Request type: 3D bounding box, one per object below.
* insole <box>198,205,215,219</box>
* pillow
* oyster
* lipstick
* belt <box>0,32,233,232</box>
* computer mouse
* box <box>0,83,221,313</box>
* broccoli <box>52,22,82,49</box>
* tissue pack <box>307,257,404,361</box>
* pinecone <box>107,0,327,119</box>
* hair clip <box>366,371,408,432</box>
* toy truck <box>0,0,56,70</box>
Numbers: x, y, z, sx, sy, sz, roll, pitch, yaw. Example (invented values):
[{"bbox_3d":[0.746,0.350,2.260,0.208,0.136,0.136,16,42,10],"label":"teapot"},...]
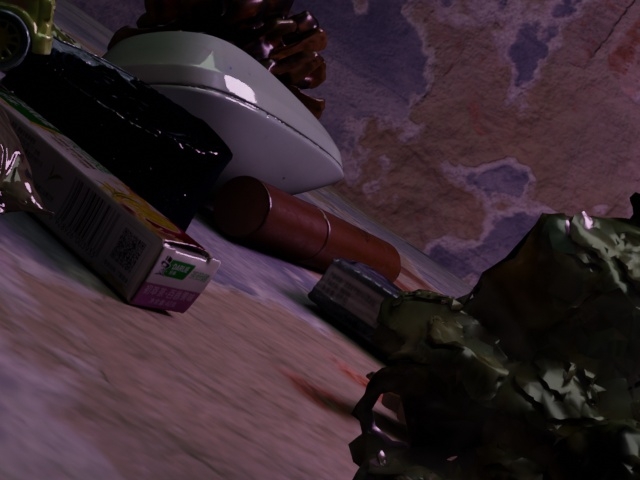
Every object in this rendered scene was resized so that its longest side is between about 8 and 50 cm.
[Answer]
[{"bbox_3d":[-0.117,-0.035,1.047,0.045,0.002,0.135,39,7,41],"label":"insole"},{"bbox_3d":[-0.171,-0.048,0.559,0.093,0.051,0.241,32,3,-28],"label":"pillow"},{"bbox_3d":[0.117,0.107,0.323,0.092,0.198,0.259,54,21,-79],"label":"oyster"},{"bbox_3d":[0.000,0.000,1.167,0.057,0.057,0.357,37,6,23],"label":"lipstick"},{"bbox_3d":[-0.143,-0.071,0.799,0.151,0.078,0.198,27,10,-27],"label":"belt"},{"bbox_3d":[-0.090,-0.083,1.074,0.160,0.097,0.288,-3,-23,24],"label":"computer mouse"},{"bbox_3d":[-0.141,-0.033,0.665,0.207,0.041,0.050,37,10,30],"label":"box"},{"bbox_3d":[-0.322,-0.245,1.093,0.304,0.145,0.165,46,8,-7],"label":"broccoli"},{"bbox_3d":[0.074,0.074,0.975,0.156,0.051,0.112,35,4,15],"label":"tissue pack"},{"bbox_3d":[-0.100,-0.176,1.325,0.202,0.229,0.201,25,39,-63],"label":"pinecone"},{"bbox_3d":[0.082,0.106,0.769,0.062,0.056,0.214,19,-13,32],"label":"hair clip"},{"bbox_3d":[-0.236,-0.168,0.676,0.191,0.116,0.085,10,15,-16],"label":"toy truck"}]
